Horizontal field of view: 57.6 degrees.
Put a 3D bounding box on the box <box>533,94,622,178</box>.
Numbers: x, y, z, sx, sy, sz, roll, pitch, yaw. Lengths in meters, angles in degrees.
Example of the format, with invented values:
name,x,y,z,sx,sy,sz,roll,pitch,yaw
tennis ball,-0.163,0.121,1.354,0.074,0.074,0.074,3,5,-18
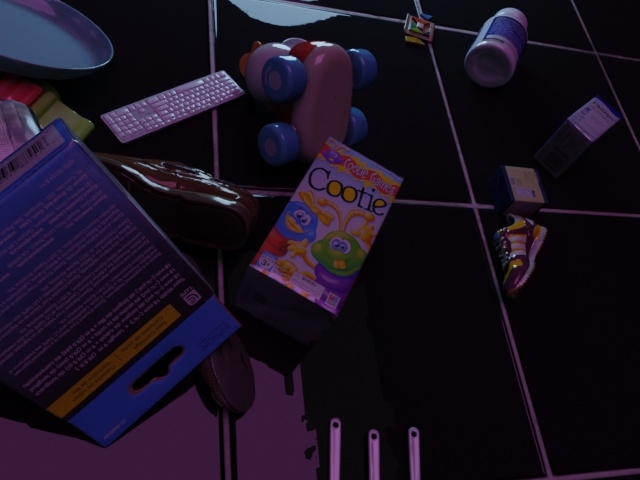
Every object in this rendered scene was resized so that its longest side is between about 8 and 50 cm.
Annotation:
name,x,y,z,sx,sy,sz,roll,pitch,yaw
box,0.541,-0.218,1.228,0.137,0.126,0.072,-33,74,-31

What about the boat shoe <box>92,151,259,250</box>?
name,x,y,z,sx,sy,sz,roll,pitch,yaw
boat shoe,-0.247,-0.068,0.900,0.307,0.111,0.104,20,31,-3

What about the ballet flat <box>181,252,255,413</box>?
name,x,y,z,sx,sy,sz,roll,pitch,yaw
ballet flat,-0.169,0.134,0.832,0.250,0.058,0.084,60,24,12

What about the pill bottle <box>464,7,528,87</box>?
name,x,y,z,sx,sy,sz,roll,pitch,yaw
pill bottle,0.406,-0.443,1.319,0.112,0.112,0.187,31,57,1

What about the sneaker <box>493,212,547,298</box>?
name,x,y,z,sx,sy,sz,roll,pitch,yaw
sneaker,0.348,0.026,1.064,0.083,0.070,0.185,29,50,10

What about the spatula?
name,x,y,z,sx,sy,sz,roll,pitch,yaw
spatula,0.077,0.373,0.799,0.168,0.019,0.242,8,58,-8

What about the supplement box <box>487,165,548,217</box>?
name,x,y,z,sx,sy,sz,roll,pitch,yaw
supplement box,0.387,-0.096,1.146,0.083,0.056,0.083,3,60,-17

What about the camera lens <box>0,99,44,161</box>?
name,x,y,z,sx,sy,sz,roll,pitch,yaw
camera lens,-0.469,-0.049,0.732,0.274,0.219,0.219,-18,68,-26

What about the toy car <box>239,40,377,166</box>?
name,x,y,z,sx,sy,sz,roll,pitch,yaw
toy car,-0.062,-0.267,1.049,0.238,0.210,0.219,30,36,35

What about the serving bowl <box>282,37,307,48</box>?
name,x,y,z,sx,sy,sz,roll,pitch,yaw
serving bowl,-0.044,-0.368,1.174,0.083,0.027,0.083,8,60,-14

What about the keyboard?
name,x,y,z,sx,sy,sz,roll,pitch,yaw
keyboard,-0.257,-0.242,1.038,0.256,0.014,0.072,-32,75,-31

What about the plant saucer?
name,x,y,z,sx,sy,sz,roll,pitch,yaw
plant saucer,-0.498,-0.344,0.931,0.317,0.044,0.318,24,30,-15

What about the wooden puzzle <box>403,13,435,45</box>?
name,x,y,z,sx,sy,sz,roll,pitch,yaw
wooden puzzle,0.230,-0.492,1.346,0.078,0.014,0.116,14,57,-11

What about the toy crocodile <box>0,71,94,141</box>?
name,x,y,z,sx,sy,sz,roll,pitch,yaw
toy crocodile,-0.513,-0.240,0.895,0.340,0.105,0.115,31,56,0

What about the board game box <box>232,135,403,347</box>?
name,x,y,z,sx,sy,sz,roll,pitch,yaw
board game box,0.000,0.000,0.908,0.142,0.144,0.275,29,57,-2

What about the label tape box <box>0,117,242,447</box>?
name,x,y,z,sx,sy,sz,roll,pitch,yaw
label tape box,-0.287,0.064,0.700,0.240,0.334,0.106,-41,40,-10
